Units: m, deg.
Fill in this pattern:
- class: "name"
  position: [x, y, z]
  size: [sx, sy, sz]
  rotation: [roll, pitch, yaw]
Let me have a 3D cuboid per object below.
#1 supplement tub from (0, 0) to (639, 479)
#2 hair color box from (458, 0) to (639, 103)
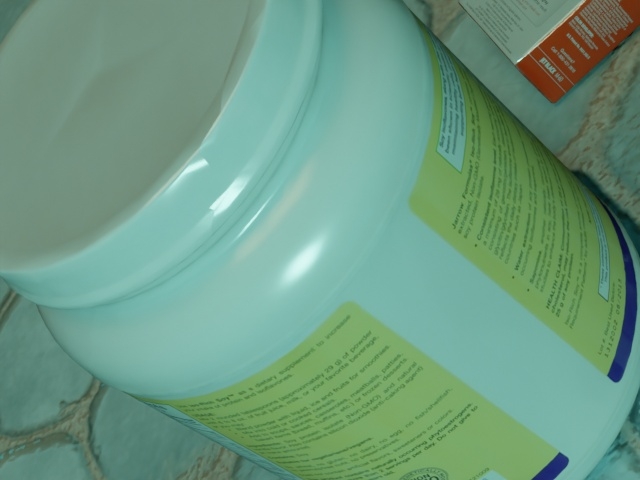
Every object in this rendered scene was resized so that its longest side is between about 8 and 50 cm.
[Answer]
- class: "supplement tub"
  position: [0.000, 0.000, 0.720]
  size: [0.241, 0.331, 0.241]
  rotation: [-24, 48, 29]
- class: "hair color box"
  position: [0.182, -0.181, 0.893]
  size: [0.167, 0.053, 0.093]
  rotation: [-43, 40, 13]
